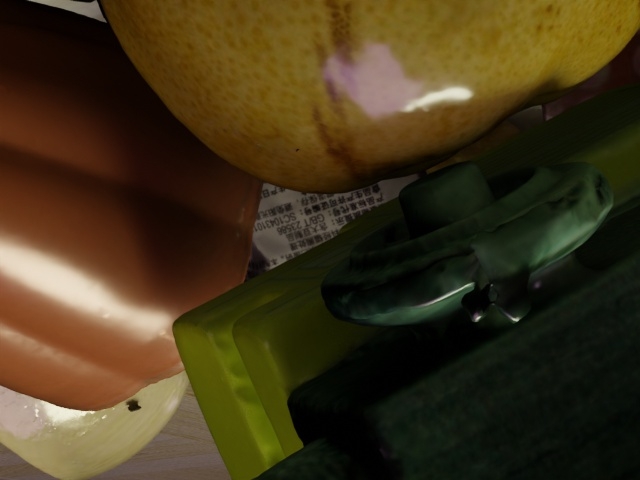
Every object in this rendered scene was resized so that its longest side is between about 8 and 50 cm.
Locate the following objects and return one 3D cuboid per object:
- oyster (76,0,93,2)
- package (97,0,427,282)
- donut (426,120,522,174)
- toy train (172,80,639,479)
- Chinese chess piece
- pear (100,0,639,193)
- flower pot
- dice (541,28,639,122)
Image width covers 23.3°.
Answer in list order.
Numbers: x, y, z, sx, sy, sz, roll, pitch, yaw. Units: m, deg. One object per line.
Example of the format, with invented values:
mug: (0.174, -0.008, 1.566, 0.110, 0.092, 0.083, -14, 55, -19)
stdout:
oyster: (-0.128, -0.136, 0.687, 0.191, 0.081, 0.163, -4, 160, 13)
package: (-0.024, -0.047, 0.782, 0.154, 0.239, 0.030, -13, -168, 34)
donut: (0.000, 0.000, 0.931, 0.128, 0.208, 0.261, 43, 146, -8)
toy train: (0.141, 0.013, 0.644, 0.442, 0.179, 0.272, -27, -172, -21)
Chinese chess piece: (-0.194, 0.027, 0.948, 0.102, 0.273, 0.273, -43, 160, -2)
pear: (0.012, -0.122, 0.541, 0.209, 0.209, 0.209, 0, 163, 0)
flower pot: (-0.146, -0.027, 0.701, 0.190, 0.190, 0.173, -10, 163, 29)
dice: (0.178, -0.081, 0.856, 0.094, 0.093, 0.091, -9, 162, 26)
